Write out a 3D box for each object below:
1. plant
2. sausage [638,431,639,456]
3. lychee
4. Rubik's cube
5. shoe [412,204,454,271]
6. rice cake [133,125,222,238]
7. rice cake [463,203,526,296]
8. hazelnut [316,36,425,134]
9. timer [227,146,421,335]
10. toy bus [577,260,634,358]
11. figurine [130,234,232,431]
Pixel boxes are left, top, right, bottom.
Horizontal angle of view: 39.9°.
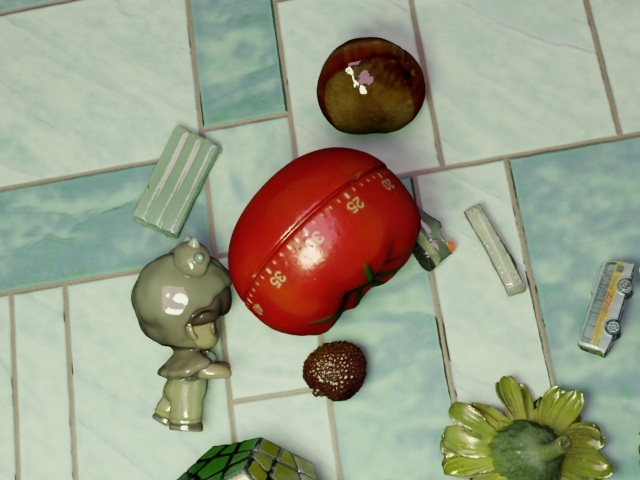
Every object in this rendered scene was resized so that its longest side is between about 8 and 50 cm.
[{"bbox_3d":[0.390,0.415,1.606,0.305,0.297,0.261,-8,104,-10],"label":"plant"},{"bbox_3d":[0.677,0.493,1.561,0.082,0.082,0.371,-35,84,-3],"label":"sausage"},{"bbox_3d":[0.031,0.257,1.735,0.123,0.123,0.129,43,50,16],"label":"lychee"},{"bbox_3d":[-0.132,0.519,1.603,0.319,0.319,0.264,6,50,10],"label":"Rubik's cube"},{"bbox_3d":[0.204,-0.033,1.818,0.077,0.074,0.194,-27,75,-12],"label":"shoe"},{"bbox_3d":[-0.316,-0.129,1.926,0.127,0.043,0.237,24,78,13],"label":"rice cake"},{"bbox_3d":[0.355,0.019,1.796,0.047,0.036,0.207,-31,73,11],"label":"rice cake"},{"bbox_3d":[0.108,-0.330,1.853,0.229,0.229,0.230,-2,74,7],"label":"hazelnut"},{"bbox_3d":[0.000,0.000,1.672,0.378,0.378,0.279,-43,81,-5],"label":"timer"},{"bbox_3d":[0.561,0.132,1.724,0.075,0.064,0.190,14,76,24],"label":"toy bus"},{"bbox_3d":[-0.276,0.184,1.759,0.203,0.248,0.381,1,86,-11],"label":"figurine"}]
